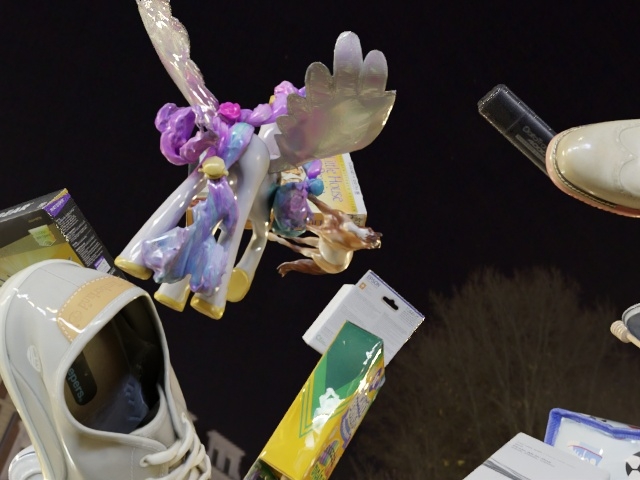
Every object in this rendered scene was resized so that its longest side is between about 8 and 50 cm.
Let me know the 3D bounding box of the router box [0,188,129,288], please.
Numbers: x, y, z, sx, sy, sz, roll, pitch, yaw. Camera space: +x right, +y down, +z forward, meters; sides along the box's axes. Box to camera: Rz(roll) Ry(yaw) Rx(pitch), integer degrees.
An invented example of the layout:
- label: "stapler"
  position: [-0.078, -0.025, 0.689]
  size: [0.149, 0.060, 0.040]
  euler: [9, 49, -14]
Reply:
- label: "router box"
  position: [-0.586, 0.047, 1.373]
  size: [0.308, 0.081, 0.243]
  euler: [-14, -62, 26]

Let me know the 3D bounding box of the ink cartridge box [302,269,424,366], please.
- label: "ink cartridge box"
  position: [0.105, 0.206, 1.576]
  size: [0.223, 0.045, 0.224]
  euler: [41, -91, -28]

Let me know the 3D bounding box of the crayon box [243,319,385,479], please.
- label: "crayon box"
  position: [0.002, 0.323, 1.152]
  size: [0.083, 0.323, 0.203]
  euler: [27, -24, 20]

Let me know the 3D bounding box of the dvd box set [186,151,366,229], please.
- label: "dvd box set"
  position: [-0.116, -0.138, 1.648]
  size: [0.420, 0.308, 0.062]
  euler: [2, -52, -9]

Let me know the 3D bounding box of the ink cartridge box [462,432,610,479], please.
- label: "ink cartridge box"
  position: [0.193, 0.355, 0.701]
  size: [0.121, 0.289, 0.211]
  euler: [18, -77, 33]

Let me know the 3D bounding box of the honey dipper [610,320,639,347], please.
- label: "honey dipper"
  position: [0.575, 0.189, 1.195]
  size: [0.030, 0.161, 0.030]
  euler: [-1, -74, -4]

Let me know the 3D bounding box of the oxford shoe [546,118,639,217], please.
- label: "oxford shoe"
  position: [0.504, -0.108, 0.865]
  size: [0.397, 0.140, 0.146]
  euler: [3, -12, -1]

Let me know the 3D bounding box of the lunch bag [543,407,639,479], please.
- label: "lunch bag"
  position: [0.448, 0.457, 0.911]
  size: [0.327, 0.385, 0.239]
  euler: [17, -9, -26]

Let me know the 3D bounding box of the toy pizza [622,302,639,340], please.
- label: "toy pizza"
  position: [0.476, 0.106, 0.806]
  size: [0.201, 0.032, 0.201]
  euler: [17, -20, 7]

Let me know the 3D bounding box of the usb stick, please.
- label: "usb stick"
  position: [0.435, -0.201, 1.337]
  size: [0.278, 0.045, 0.077]
  euler: [41, -54, -6]

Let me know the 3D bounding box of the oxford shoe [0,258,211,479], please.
- label: "oxford shoe"
  position: [-0.181, 0.223, 0.670]
  size: [0.130, 0.169, 0.449]
  euler: [2, -60, 28]

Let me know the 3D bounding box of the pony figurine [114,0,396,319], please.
- label: "pony figurine"
  position: [-0.097, -0.097, 0.795]
  size: [0.302, 0.363, 0.351]
  euler: [24, -15, 7]

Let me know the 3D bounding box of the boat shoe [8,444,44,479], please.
- label: "boat shoe"
  position: [-0.329, 0.452, 1.005]
  size: [0.367, 0.156, 0.136]
  euler: [37, -80, -4]

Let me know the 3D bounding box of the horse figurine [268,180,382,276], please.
- label: "horse figurine"
  position: [0.000, 0.000, 1.088]
  size: [0.174, 0.066, 0.263]
  euler: [25, -28, 2]
